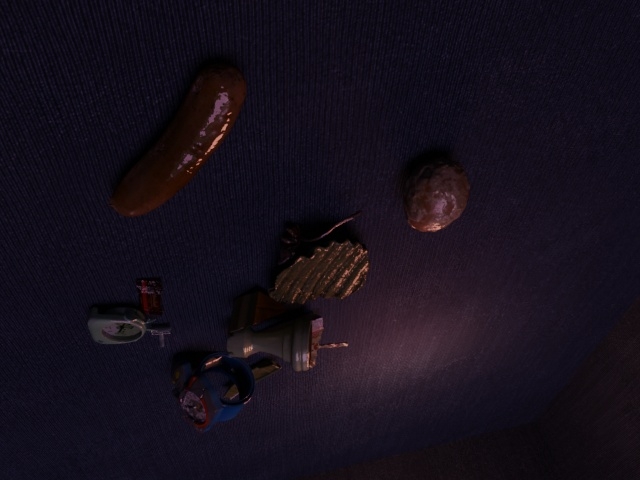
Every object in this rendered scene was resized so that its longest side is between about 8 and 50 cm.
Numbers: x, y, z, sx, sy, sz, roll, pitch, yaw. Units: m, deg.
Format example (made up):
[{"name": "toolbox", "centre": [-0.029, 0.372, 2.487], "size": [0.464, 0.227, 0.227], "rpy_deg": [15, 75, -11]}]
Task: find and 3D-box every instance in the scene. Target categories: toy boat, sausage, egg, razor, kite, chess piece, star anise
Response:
[{"name": "toy boat", "centre": [-0.298, 0.585, 2.143], "size": [0.293, 0.055, 0.093], "rpy_deg": [-35, 137, 17]}, {"name": "sausage", "centre": [-0.342, -0.218, 1.217], "size": [0.136, 0.123, 0.501], "rpy_deg": [26, 123, -36]}, {"name": "egg", "centre": [0.341, -0.135, 1.500], "size": [0.195, 0.194, 0.233], "rpy_deg": [8, 120, -27]}, {"name": "razor", "centre": [-0.575, 0.349, 1.813], "size": [0.068, 0.040, 0.135], "rpy_deg": [-2, 142, -17]}, {"name": "kite", "centre": [-0.029, 0.455, 2.133], "size": [0.315, 0.011, 0.335], "rpy_deg": [-4, 137, -15]}, {"name": "chess piece", "centre": [-0.183, 0.372, 1.831], "size": [0.300, 0.194, 0.194], "rpy_deg": [2, 137, 3]}, {"name": "star anise", "centre": [0.000, 0.000, 1.533], "size": [0.228, 0.218, 0.148], "rpy_deg": [7, 154, 39]}]

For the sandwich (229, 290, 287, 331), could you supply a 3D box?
[{"name": "sandwich", "centre": [-0.213, 0.279, 1.765], "size": [0.117, 0.144, 0.187], "rpy_deg": [-20, 141, 29]}]

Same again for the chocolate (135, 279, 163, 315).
[{"name": "chocolate", "centre": [-0.559, 0.190, 1.649], "size": [0.086, 0.028, 0.182], "rpy_deg": [4, 138, -10]}]

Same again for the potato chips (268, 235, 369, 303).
[{"name": "potato chips", "centre": [0.006, 0.116, 1.686], "size": [0.359, 0.069, 0.429], "rpy_deg": [-7, 150, -25]}]

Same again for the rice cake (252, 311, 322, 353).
[{"name": "rice cake", "centre": [-0.160, 0.363, 1.951], "size": [0.365, 0.056, 0.072], "rpy_deg": [-22, 122, 4]}]

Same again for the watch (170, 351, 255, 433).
[{"name": "watch", "centre": [-0.423, 0.554, 1.960], "size": [0.275, 0.305, 0.241], "rpy_deg": [-19, 153, -48]}]

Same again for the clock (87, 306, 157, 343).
[{"name": "clock", "centre": [-0.653, 0.282, 1.672], "size": [0.211, 0.065, 0.159], "rpy_deg": [1, 140, -13]}]
